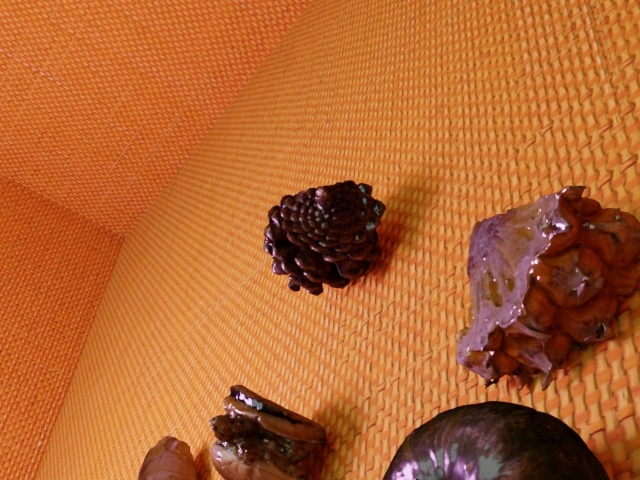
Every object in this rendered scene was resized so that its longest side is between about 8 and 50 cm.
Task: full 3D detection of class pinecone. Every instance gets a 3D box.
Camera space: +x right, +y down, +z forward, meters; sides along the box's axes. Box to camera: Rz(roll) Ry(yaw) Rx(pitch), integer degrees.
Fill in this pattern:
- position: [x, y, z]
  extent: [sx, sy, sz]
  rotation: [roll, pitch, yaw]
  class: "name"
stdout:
- position: [0.000, -0.002, 1.256]
  extent: [0.212, 0.185, 0.169]
  rotation: [125, 144, -72]
  class: "pinecone"

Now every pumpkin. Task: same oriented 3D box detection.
- position: [0.143, 0.243, 0.647]
  extent: [0.223, 0.157, 0.224]
  rotation: [-25, 51, 36]
  class: "pumpkin"

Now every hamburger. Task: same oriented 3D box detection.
- position: [-0.086, 0.284, 1.088]
  extent: [0.159, 0.185, 0.131]
  rotation: [9, 66, 51]
  class: "hamburger"

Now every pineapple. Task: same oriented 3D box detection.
- position: [0.214, 0.040, 0.805]
  extent: [0.236, 0.114, 0.186]
  rotation: [-52, 23, 28]
  class: "pineapple"

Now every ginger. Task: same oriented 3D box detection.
- position: [-0.264, 0.452, 1.374]
  extent: [0.263, 0.116, 0.109]
  rotation: [-128, 29, -62]
  class: "ginger"
